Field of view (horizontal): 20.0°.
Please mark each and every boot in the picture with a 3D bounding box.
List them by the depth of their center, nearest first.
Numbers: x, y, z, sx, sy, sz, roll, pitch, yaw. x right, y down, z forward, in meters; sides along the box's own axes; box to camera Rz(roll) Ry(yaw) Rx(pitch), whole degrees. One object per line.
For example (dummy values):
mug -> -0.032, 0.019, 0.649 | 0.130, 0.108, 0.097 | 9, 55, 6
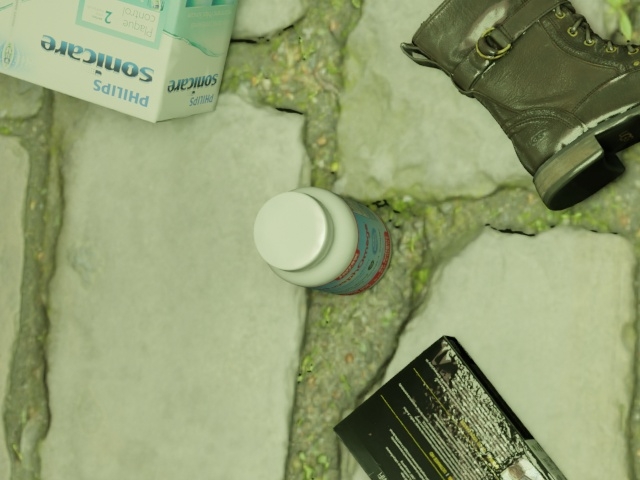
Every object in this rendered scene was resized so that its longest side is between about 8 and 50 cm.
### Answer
boot -> 0.223, -0.176, 1.562 | 0.263, 0.091, 0.229 | -35, 66, 5

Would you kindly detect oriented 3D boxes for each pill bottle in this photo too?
pill bottle -> 0.000, 0.000, 1.576 | 0.087, 0.160, 0.087 | -2, 84, 19

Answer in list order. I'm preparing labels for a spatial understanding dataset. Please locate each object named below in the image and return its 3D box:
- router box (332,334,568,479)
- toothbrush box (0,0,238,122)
router box -> 0.116, 0.191, 1.577 | 0.133, 0.046, 0.179 | -40, 73, 11
toothbrush box -> -0.184, -0.279, 1.651 | 0.216, 0.126, 0.295 | 20, 107, 20
